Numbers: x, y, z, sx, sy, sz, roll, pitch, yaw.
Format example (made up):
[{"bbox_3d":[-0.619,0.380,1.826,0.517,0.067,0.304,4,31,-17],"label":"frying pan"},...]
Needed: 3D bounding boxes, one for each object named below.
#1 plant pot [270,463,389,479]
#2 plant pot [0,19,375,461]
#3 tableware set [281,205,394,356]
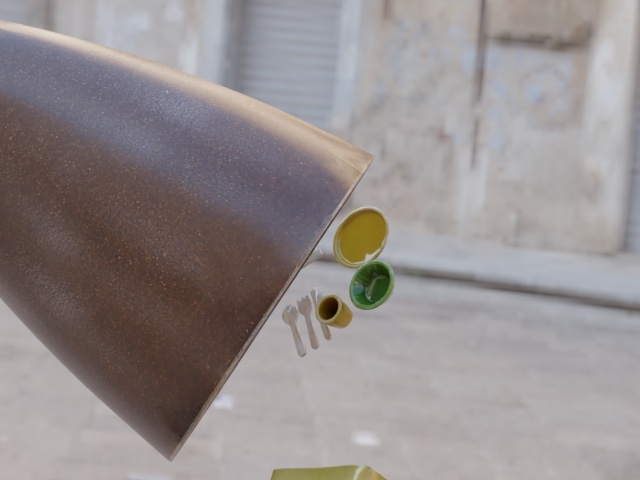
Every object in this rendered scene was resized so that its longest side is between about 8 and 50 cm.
[{"bbox_3d":[0.011,0.172,0.949,0.081,0.083,0.081,39,-30,-27],"label":"plant pot"},{"bbox_3d":[-0.122,-0.024,1.078,0.230,0.215,0.215,34,4,1],"label":"plant pot"},{"bbox_3d":[0.000,0.000,1.313,0.104,0.154,0.024,-33,-39,21],"label":"tableware set"}]
